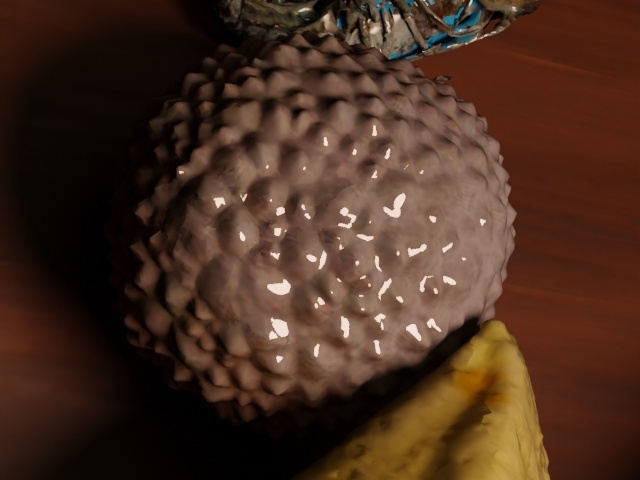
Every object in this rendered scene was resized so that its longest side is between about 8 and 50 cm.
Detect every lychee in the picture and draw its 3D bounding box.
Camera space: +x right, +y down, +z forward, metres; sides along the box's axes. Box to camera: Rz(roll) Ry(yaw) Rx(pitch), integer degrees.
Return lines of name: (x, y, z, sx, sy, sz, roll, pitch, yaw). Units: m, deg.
lychee: (0.000, 0.000, 0.655, 0.197, 0.165, 0.165, 26, 63, -51)

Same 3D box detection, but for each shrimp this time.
shrimp: (0.019, -0.110, 0.760, 0.174, 0.076, 0.082, 0, 37, -25)

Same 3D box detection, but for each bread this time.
bread: (0.026, 0.161, 0.633, 0.178, 0.135, 0.240, -71, 156, -52)
